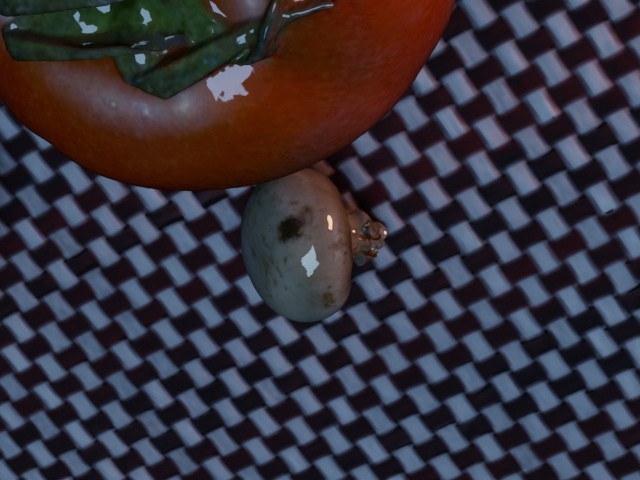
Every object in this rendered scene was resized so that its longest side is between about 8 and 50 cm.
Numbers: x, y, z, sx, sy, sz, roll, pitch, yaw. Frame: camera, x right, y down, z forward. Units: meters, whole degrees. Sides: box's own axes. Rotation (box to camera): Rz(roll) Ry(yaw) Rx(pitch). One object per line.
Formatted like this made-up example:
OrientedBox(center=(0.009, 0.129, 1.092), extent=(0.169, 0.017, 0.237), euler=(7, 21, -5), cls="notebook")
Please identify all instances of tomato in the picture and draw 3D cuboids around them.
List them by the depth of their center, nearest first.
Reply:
OrientedBox(center=(-0.056, -0.152, 0.831), extent=(0.255, 0.224, 0.256), euler=(7, 121, 12), cls="tomato")

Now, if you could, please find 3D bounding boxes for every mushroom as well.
OrientedBox(center=(0.000, 0.000, 1.000), extent=(0.079, 0.085, 0.085), euler=(-10, 122, -22), cls="mushroom")
